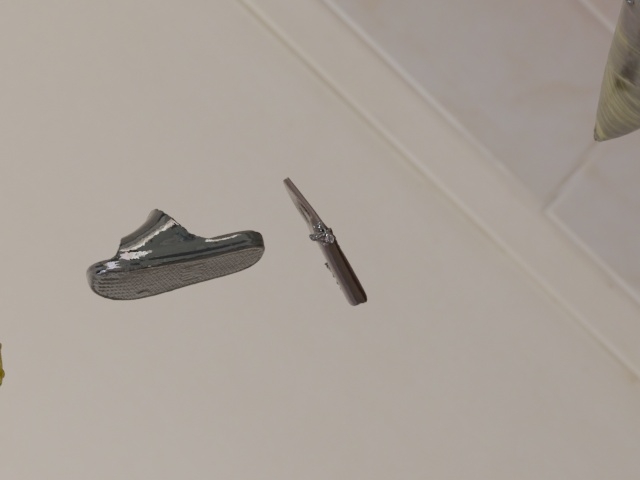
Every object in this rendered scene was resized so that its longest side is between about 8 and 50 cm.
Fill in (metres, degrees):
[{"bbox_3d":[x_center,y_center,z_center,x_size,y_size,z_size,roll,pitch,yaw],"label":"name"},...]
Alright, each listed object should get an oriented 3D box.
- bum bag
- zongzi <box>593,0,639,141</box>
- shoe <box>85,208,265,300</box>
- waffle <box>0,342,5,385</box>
[{"bbox_3d":[0.000,0.000,1.868,0.026,0.109,0.159,-32,36,-3],"label":"bum bag"},{"bbox_3d":[0.442,-0.297,1.608,0.403,0.208,0.432,-48,-4,-20],"label":"zongzi"},{"bbox_3d":[-0.196,0.008,2.129,0.241,0.093,0.108,-11,-21,-19],"label":"shoe"},{"bbox_3d":[-0.454,0.124,1.913,0.160,0.211,0.055,-10,-22,-5],"label":"waffle"}]
